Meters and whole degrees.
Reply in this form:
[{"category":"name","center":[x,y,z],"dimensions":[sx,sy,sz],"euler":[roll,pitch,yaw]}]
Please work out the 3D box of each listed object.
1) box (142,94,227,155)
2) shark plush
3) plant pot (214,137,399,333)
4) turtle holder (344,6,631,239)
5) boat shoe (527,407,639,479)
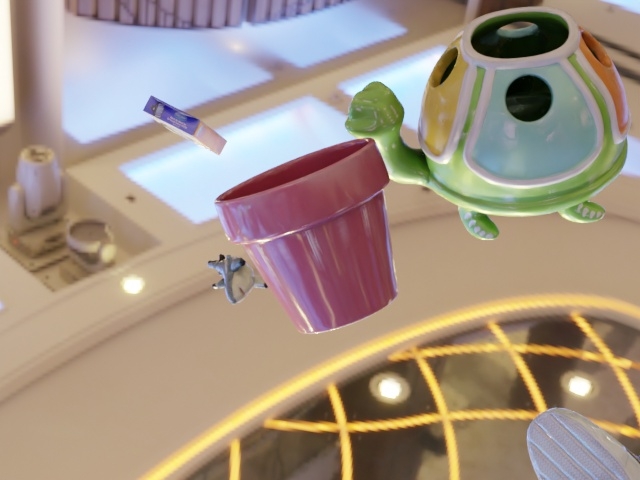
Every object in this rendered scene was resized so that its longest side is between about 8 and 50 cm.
[{"category":"box","center":[-0.183,-0.155,1.411],"dimensions":[0.081,0.028,0.136],"euler":[27,180,14]},{"category":"shark plush","center":[-0.159,0.055,1.758],"dimensions":[0.067,0.073,0.161],"euler":[-49,-137,-8]},{"category":"plant pot","center":[0.000,0.000,1.208],"dimensions":[0.201,0.180,0.201],"euler":[-20,-169,4]},{"category":"turtle holder","center":[0.217,-0.165,1.300],"dimensions":[0.320,0.227,0.243],"euler":[13,-130,25]},{"category":"boat shoe","center":[0.400,0.333,1.295],"dimensions":[0.335,0.121,0.119],"euler":[45,-147,21]}]
